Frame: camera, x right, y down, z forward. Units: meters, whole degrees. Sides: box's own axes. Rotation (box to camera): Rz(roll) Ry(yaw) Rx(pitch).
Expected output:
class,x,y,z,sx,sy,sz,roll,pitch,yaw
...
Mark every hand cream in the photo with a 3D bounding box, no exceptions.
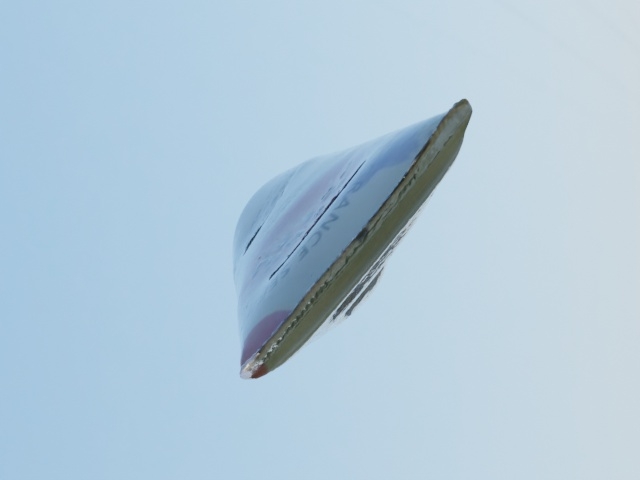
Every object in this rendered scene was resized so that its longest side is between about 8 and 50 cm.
class,x,y,z,sx,sy,sz,roll,pitch,yaw
hand cream,0.000,0.000,0.778,0.124,0.078,0.341,-50,1,-3
